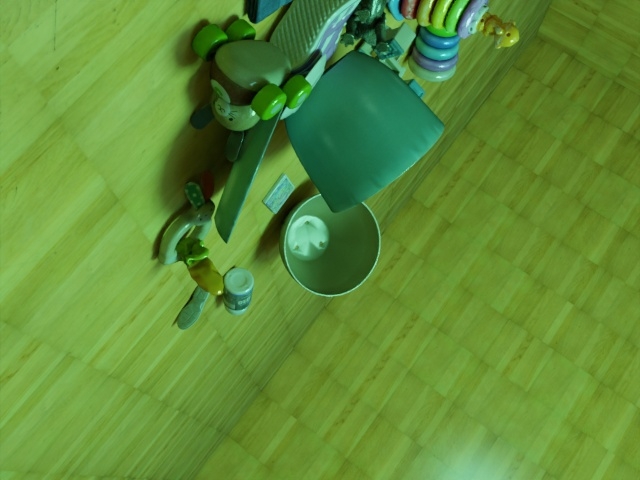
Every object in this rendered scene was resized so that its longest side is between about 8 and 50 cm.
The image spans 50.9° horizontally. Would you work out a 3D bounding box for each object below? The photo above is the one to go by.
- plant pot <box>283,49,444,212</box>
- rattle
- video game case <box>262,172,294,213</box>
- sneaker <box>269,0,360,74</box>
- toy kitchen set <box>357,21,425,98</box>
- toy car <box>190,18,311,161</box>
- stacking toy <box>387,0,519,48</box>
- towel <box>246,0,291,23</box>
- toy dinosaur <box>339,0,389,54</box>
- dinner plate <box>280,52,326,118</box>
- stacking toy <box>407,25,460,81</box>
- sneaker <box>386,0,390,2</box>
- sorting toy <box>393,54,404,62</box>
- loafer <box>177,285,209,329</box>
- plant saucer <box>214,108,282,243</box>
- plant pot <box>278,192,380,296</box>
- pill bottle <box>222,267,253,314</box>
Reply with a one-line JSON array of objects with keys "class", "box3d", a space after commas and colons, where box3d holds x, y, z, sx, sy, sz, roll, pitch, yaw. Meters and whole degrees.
[{"class": "plant pot", "box3d": [0.066, -0.239, 1.371, 0.293, 0.235, 0.293, -37, -167, 10]}, {"class": "rattle", "box3d": [-0.217, -0.011, 1.287, 0.130, 0.143, 0.200, 3, 129, -53]}, {"class": "video game case", "box3d": [-0.104, -0.116, 1.691, 0.087, 0.011, 0.122, -54, 167, -3]}, {"class": "sneaker", "box3d": [0.019, -0.418, 1.207, 0.282, 0.102, 0.161, -47, 173, 12]}, {"class": "toy kitchen set", "box3d": [0.179, -0.372, 1.549, 0.122, 0.207, 0.166, -56, -152, -15]}, {"class": "toy car", "box3d": [-0.137, -0.218, 1.052, 0.188, 0.155, 0.149, -49, 173, 36]}, {"class": "stacking toy", "box3d": [0.315, -0.524, 1.514, 0.175, 0.301, 0.165, -58, 167, 11]}, {"class": "towel", "box3d": [-0.072, -0.395, 1.065, 0.119, 0.029, 0.067, -47, 165, -33]}, {"class": "toy dinosaur", "box3d": [0.097, -0.469, 1.294, 0.314, 0.120, 0.160, 95, -6, -55]}, {"class": "dinner plate", "box3d": [-0.026, -0.270, 1.200, 0.141, 0.017, 0.141, -53, -174, 8]}, {"class": "stacking toy", "box3d": [0.336, -0.601, 1.824, 0.141, 0.141, 0.330, -46, 159, -34]}, {"class": "sneaker", "box3d": [0.130, -0.532, 1.366, 0.071, 0.068, 0.170, -44, 164, -14]}, {"class": "sorting toy", "box3d": [0.183, -0.477, 1.770, 0.083, 0.044, 0.075, -54, -174, -3]}, {"class": "loafer", "box3d": [-0.299, 0.160, 1.621, 0.125, 0.045, 0.039, -59, 174, 4]}, {"class": "plant saucer", "box3d": [-0.130, -0.147, 1.239, 0.317, 0.043, 0.318, -158, -90, -83]}, {"class": "plant pot", "box3d": [0.000, 0.000, 1.888, 0.284, 0.284, 0.191, -53, -158, -9]}, {"class": "pill bottle", "box3d": [-0.218, 0.137, 1.772, 0.078, 0.078, 0.137, -47, 165, -31]}]
